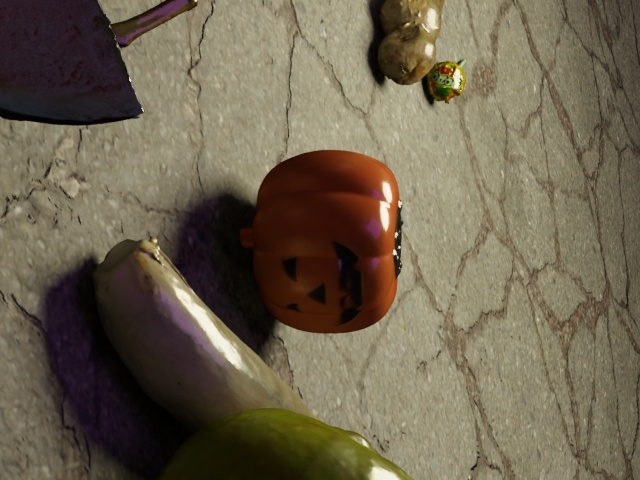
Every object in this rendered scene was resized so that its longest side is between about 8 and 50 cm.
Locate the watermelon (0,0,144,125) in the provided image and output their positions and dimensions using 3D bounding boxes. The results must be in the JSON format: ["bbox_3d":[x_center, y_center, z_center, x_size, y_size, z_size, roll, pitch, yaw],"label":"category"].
[{"bbox_3d":[-0.231,-0.212,0.893,0.224,0.180,0.305,-40,113,-48],"label":"watermelon"}]

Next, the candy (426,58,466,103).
[{"bbox_3d":[0.197,-0.246,1.901,0.201,0.060,0.060,-48,123,-67],"label":"candy"}]

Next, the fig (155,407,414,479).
[{"bbox_3d":[-0.035,0.301,1.016,0.258,0.258,0.326,36,65,-53],"label":"fig"}]

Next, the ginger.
[{"bbox_3d":[0.123,-0.290,1.728,0.204,0.080,0.104,-76,149,-44],"label":"ginger"}]

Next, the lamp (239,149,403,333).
[{"bbox_3d":[0.000,0.000,1.289,0.187,0.164,0.187,3,90,-84],"label":"lamp"}]

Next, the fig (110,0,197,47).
[{"bbox_3d":[-0.117,-0.295,1.133,0.204,0.186,0.249,31,40,-78],"label":"fig"}]

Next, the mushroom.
[{"bbox_3d":[-0.085,0.131,1.148,0.351,0.095,0.122,54,14,-40],"label":"mushroom"}]
